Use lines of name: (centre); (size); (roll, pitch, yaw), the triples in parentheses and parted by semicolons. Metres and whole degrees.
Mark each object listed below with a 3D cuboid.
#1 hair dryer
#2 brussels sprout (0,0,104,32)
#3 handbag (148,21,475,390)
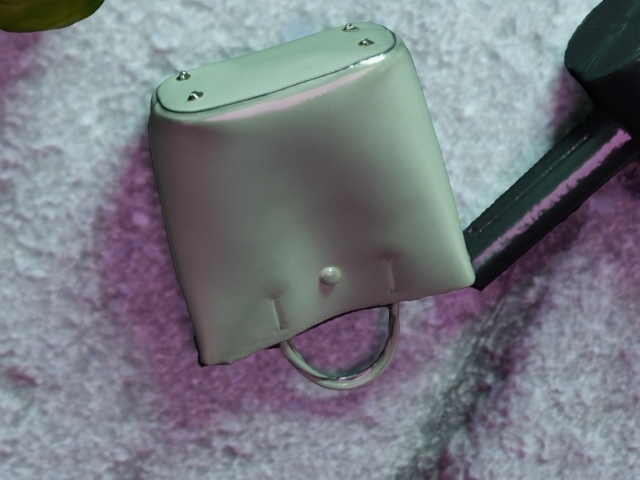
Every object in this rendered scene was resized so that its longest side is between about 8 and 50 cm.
hair dryer: (0.252, -0.038, 1.128); (0.302, 0.116, 0.244); (-41, 116, 11)
brussels sprout: (-0.176, -0.222, 0.868); (0.144, 0.180, 0.161); (-4, 120, -10)
handbag: (0.000, 0.000, 1.040); (0.241, 0.109, 0.315); (-17, 114, -6)
